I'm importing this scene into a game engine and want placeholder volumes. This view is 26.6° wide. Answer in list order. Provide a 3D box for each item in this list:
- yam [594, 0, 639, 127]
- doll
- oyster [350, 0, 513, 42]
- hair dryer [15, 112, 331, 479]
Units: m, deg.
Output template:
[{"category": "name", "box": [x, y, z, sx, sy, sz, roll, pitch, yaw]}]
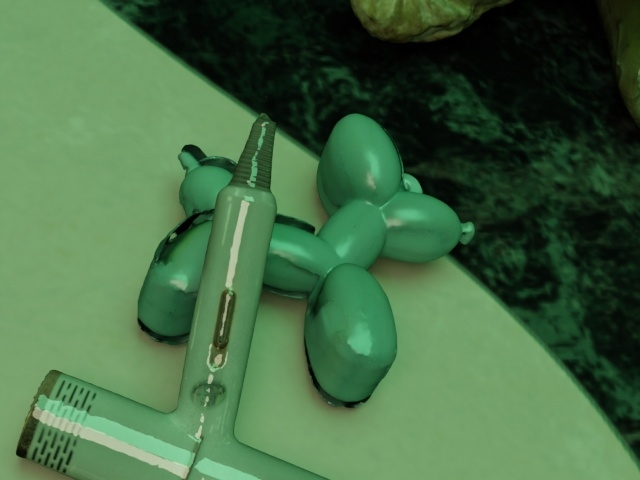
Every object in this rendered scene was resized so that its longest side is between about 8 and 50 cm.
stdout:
[{"category": "yam", "box": [0.214, -0.227, 0.913, 0.083, 0.083, 0.371, 12, 49, -13]}, {"category": "doll", "box": [0.000, 0.000, 0.667, 0.159, 0.059, 0.158, 15, 51, -8]}, {"category": "oyster", "box": [0.161, -0.196, 0.810, 0.294, 0.094, 0.166, -12, 40, 8]}, {"category": "hair dryer", "box": [-0.024, 0.037, 0.582, 0.155, 0.044, 0.183, 24, 88, -6]}]
